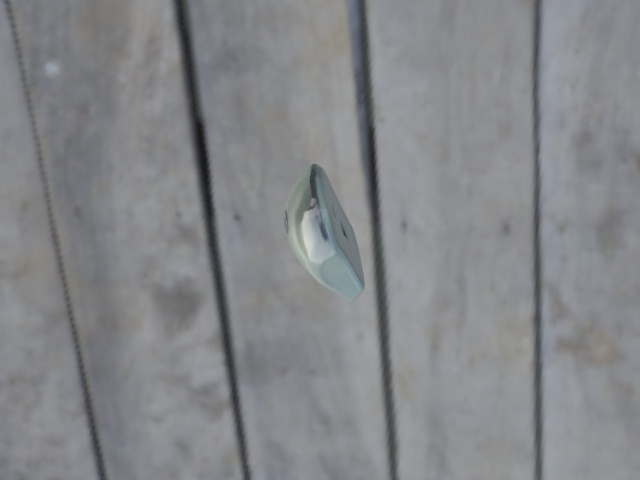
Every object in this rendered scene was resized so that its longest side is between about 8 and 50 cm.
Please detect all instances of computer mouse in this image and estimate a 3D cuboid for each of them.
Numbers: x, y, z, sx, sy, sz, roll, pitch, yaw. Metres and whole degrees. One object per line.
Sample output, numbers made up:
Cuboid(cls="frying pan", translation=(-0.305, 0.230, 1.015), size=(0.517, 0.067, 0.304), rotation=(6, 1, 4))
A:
Cuboid(cls="computer mouse", translation=(0.000, 0.000, 1.068), size=(0.032, 0.056, 0.110), rotation=(-14, 151, 9))
